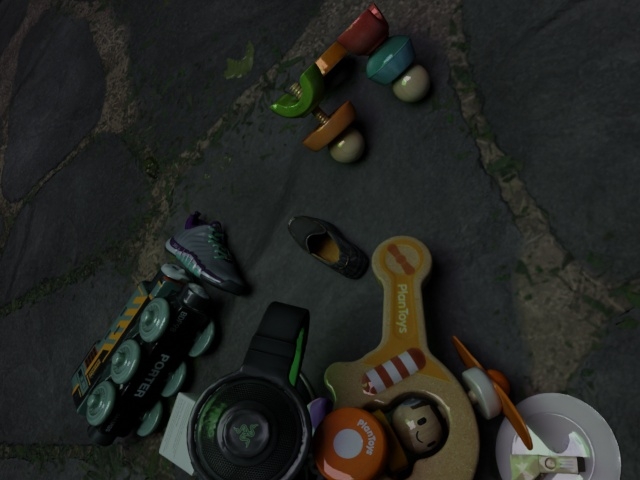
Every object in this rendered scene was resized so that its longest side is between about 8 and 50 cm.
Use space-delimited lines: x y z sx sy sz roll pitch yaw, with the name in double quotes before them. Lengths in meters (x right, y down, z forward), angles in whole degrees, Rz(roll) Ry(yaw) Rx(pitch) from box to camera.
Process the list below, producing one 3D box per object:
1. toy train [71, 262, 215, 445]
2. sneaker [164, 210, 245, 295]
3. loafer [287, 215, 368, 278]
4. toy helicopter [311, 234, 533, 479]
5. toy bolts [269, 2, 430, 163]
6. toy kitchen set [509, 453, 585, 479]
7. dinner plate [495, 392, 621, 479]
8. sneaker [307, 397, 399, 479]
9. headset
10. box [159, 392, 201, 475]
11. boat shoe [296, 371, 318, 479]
"toy train" -0.320 0.197 1.107 0.334 0.142 0.190 -56 41 6
"sneaker" -0.197 0.016 1.111 0.223 0.083 0.098 30 88 41
"loafer" 0.000 0.000 0.977 0.170 0.061 0.062 30 94 41
"toy helicopter" 0.122 0.147 0.764 0.235 0.140 0.355 -4 57 11
"toy bolts" 0.067 -0.252 1.008 0.228 0.158 0.218 -38 14 32
"toy kitchen set" 0.240 0.274 0.666 0.075 0.068 0.083 -11 67 33
"dinner plate" 0.268 0.247 0.713 0.141 0.017 0.141 -13 66 32
"sneaker" 0.053 0.312 0.810 0.104 0.095 0.236 -31 62 17
"headset" -0.107 0.244 0.703 0.185 0.243 0.394 12 46 4
"box" -0.176 0.302 0.973 0.087 0.101 0.102 13 83 39
"boat shoe" -0.055 0.280 0.903 0.095 0.079 0.254 -33 56 25
